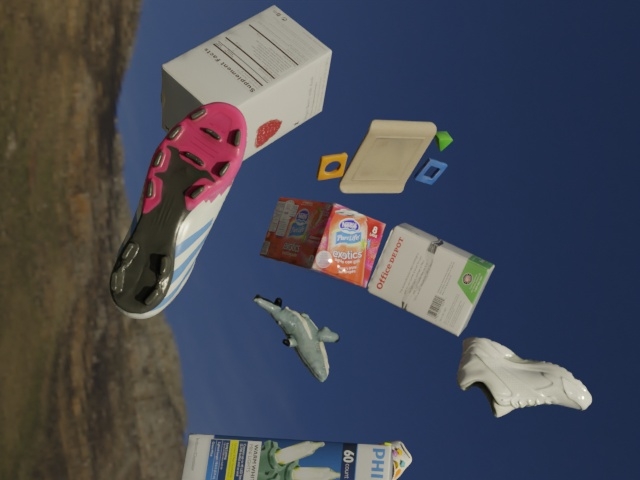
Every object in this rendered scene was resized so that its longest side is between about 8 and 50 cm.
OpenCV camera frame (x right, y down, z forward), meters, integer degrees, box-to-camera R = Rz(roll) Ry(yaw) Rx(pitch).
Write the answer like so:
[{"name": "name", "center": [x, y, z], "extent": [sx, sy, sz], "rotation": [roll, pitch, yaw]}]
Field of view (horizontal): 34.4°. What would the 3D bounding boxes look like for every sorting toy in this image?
[{"name": "sorting toy", "center": [0.142, -0.192, 2.295], "extent": [0.047, 0.347, 0.196], "rotation": [60, -42, 37]}, {"name": "sorting toy", "center": [0.151, 0.434, 2.090], "extent": [0.083, 0.075, 0.045], "rotation": [54, -55, 20]}]

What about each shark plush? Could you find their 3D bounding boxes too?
[{"name": "shark plush", "center": [-0.035, 0.137, 1.552], "extent": [0.073, 0.067, 0.161], "rotation": [-17, -61, 32]}]

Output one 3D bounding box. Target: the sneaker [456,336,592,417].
[{"name": "sneaker", "center": [0.334, 0.252, 1.733], "extent": [0.090, 0.232, 0.115], "rotation": [76, 35, -69]}]

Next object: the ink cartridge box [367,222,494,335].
[{"name": "ink cartridge box", "center": [0.232, 0.078, 2.186], "extent": [0.219, 0.092, 0.160], "rotation": [27, -75, 13]}]

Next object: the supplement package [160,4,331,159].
[{"name": "supplement package", "center": [-0.147, -0.295, 2.027], "extent": [0.175, 0.293, 0.178], "rotation": [42, -31, 21]}]

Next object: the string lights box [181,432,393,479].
[{"name": "string lights box", "center": [-0.042, 0.322, 1.296], "extent": [0.077, 0.259, 0.133], "rotation": [77, 16, -60]}]

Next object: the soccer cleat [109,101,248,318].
[{"name": "soccer cleat", "center": [-0.205, -0.043, 1.480], "extent": [0.331, 0.116, 0.143], "rotation": [-63, 177, -5]}]

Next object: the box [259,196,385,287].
[{"name": "box", "center": [0.000, 0.000, 1.960], "extent": [0.257, 0.122, 0.128], "rotation": [10, -99, 64]}]
